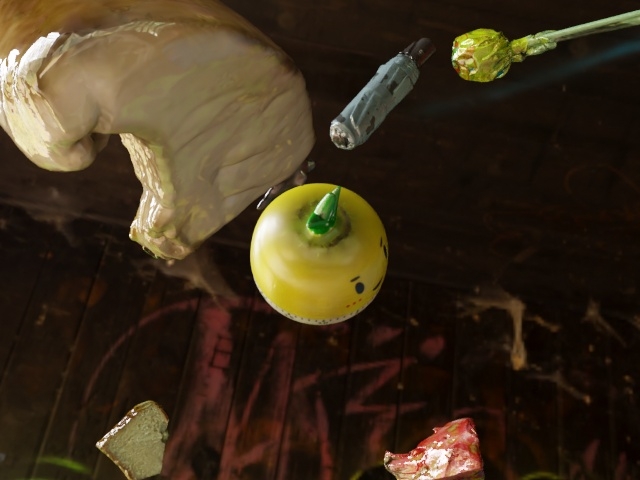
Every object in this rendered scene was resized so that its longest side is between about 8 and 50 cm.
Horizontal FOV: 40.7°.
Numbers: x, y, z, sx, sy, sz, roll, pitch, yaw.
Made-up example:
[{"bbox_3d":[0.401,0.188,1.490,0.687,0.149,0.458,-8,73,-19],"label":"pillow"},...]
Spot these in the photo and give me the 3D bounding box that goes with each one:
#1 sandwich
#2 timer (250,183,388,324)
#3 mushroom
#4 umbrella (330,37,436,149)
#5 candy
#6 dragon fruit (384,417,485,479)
[{"bbox_3d":[-0.251,0.285,1.225,0.093,0.105,0.036,46,-20,-10],"label":"sandwich"},{"bbox_3d":[0.000,0.000,1.583,0.285,0.285,0.285,6,-34,4],"label":"timer"},{"bbox_3d":[-0.177,-0.162,0.745,0.313,0.224,0.397,47,-5,8],"label":"mushroom"},{"bbox_3d":[0.098,-0.220,1.263,0.053,0.250,0.052,23,-35,30],"label":"umbrella"},{"bbox_3d":[0.310,-0.273,1.176,0.262,0.077,0.073,-12,-80,7],"label":"candy"},{"bbox_3d":[0.224,0.433,1.706,0.212,0.134,0.262,-13,-27,0],"label":"dragon fruit"}]
